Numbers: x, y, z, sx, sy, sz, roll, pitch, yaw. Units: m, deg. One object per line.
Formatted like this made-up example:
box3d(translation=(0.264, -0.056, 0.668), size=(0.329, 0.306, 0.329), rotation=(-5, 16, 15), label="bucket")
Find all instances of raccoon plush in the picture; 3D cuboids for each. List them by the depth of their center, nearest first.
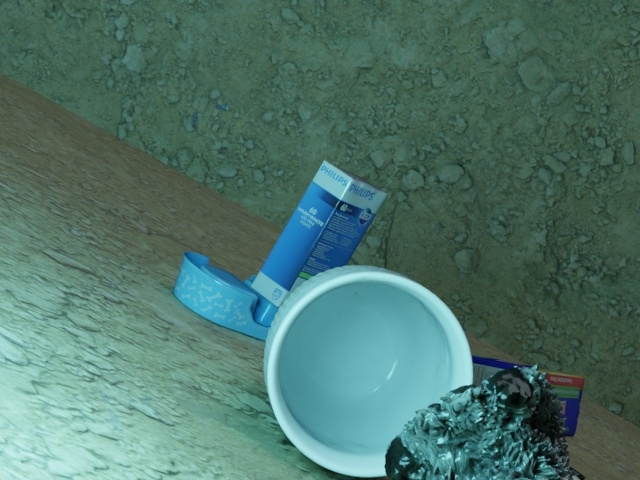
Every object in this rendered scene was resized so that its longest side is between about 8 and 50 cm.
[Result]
box3d(translation=(0.282, 0.328, 1.597), size=(0.446, 0.216, 0.299), rotation=(7, 49, -52), label="raccoon plush")

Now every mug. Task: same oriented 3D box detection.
box3d(translation=(0.092, 0.201, 1.885), size=(0.374, 0.276, 0.328), rotation=(38, -1, -5), label="mug")

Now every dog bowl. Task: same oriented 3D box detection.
box3d(translation=(-0.137, 0.112, 2.340), size=(0.297, 0.074, 0.166), rotation=(23, 10, -42), label="dog bowl")

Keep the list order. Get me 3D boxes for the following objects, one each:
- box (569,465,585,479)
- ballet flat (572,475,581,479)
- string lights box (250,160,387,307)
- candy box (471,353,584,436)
box3d(translation=(0.353, 0.400, 2.265), size=(0.147, 0.077, 0.180), rotation=(33, 8, 30), label="box")
box3d(translation=(0.361, 0.414, 2.048), size=(0.123, 0.123, 0.348), rotation=(35, 9, 39), label="ballet flat")
box3d(translation=(0.000, 0.000, 2.318), size=(0.077, 0.259, 0.133), rotation=(34, 8, 32), label="string lights box")
box3d(translation=(0.273, 0.264, 2.328), size=(0.317, 0.122, 0.268), rotation=(9, -4, 30), label="candy box")
